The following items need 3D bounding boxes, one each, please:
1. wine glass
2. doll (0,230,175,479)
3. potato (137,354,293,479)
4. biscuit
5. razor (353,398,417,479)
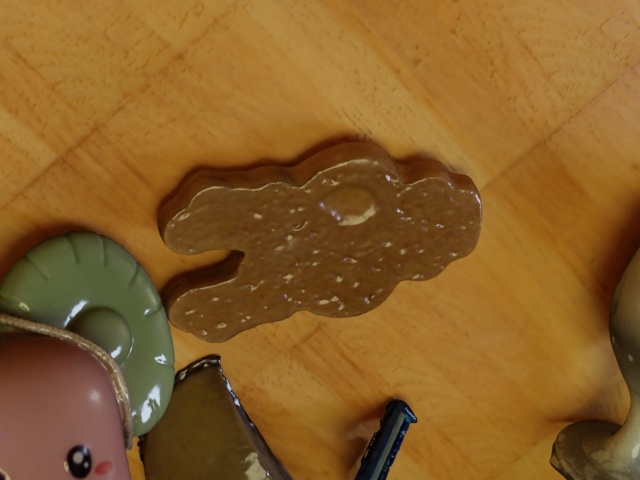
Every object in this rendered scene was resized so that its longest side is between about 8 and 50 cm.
[{"bbox_3d":[0.275,0.092,1.208,0.126,0.126,0.241,5,123,-22],"label":"wine glass"},{"bbox_3d":[-0.231,0.139,1.050,0.284,0.216,0.268,-13,102,-29],"label":"doll"},{"bbox_3d":[-0.060,0.226,1.195,0.120,0.100,0.261,-31,126,2],"label":"potato"},{"bbox_3d":[0.001,-0.003,1.106,0.236,0.040,0.144,-11,132,-14],"label":"biscuit"},{"bbox_3d":[0.068,0.272,1.305,0.056,0.093,0.324,6,135,25],"label":"razor"}]
